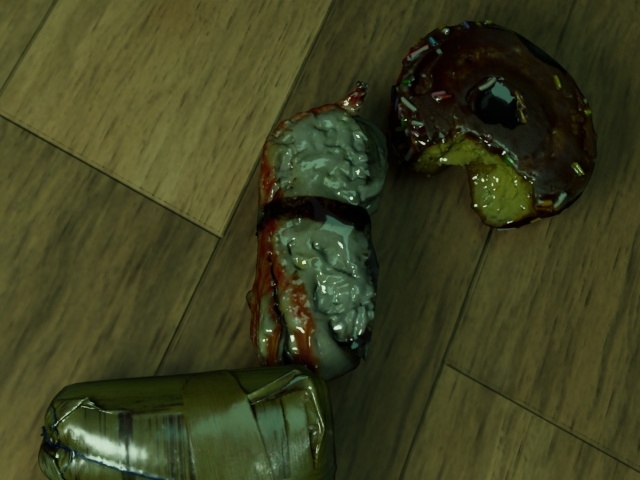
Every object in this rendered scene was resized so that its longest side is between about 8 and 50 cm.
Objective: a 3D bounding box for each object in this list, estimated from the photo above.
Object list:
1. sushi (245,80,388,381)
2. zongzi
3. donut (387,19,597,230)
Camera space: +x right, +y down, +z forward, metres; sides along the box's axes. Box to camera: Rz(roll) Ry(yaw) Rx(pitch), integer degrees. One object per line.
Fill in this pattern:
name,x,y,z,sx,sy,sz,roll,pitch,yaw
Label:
sushi,0.000,0.000,1.813,0.130,0.124,0.332,6,61,-10
zongzi,-0.104,0.256,1.650,0.260,0.123,0.289,-5,97,-7
donut,0.171,-0.118,1.979,0.230,0.096,0.216,19,54,-16
